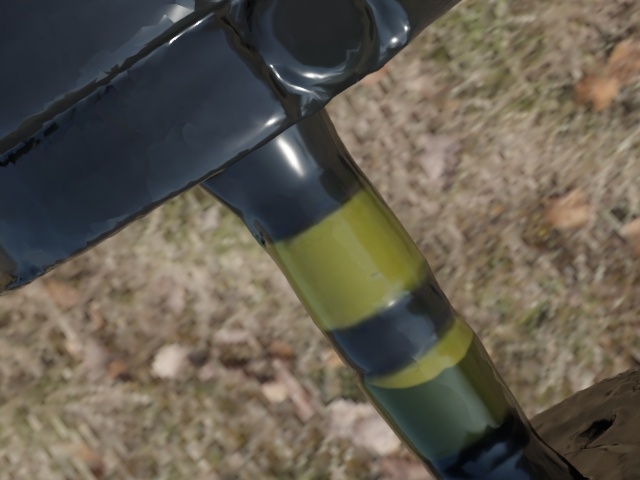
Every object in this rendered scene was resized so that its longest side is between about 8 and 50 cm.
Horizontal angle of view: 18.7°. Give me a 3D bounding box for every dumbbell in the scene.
[{"bbox_3d":[0.020,0.023,0.545,0.185,0.185,0.388,-29,100,36],"label":"dumbbell"}]
